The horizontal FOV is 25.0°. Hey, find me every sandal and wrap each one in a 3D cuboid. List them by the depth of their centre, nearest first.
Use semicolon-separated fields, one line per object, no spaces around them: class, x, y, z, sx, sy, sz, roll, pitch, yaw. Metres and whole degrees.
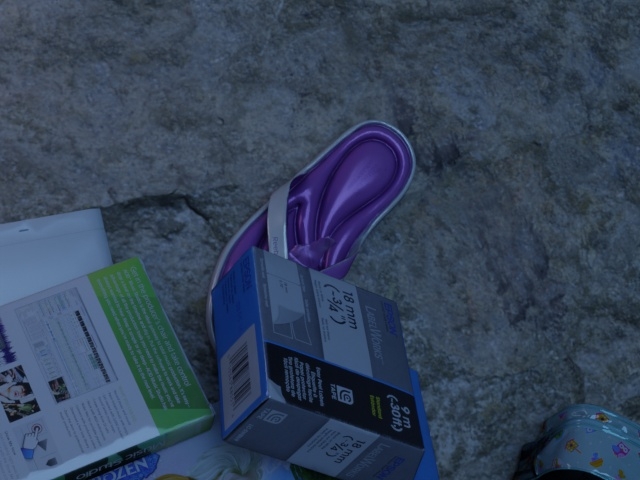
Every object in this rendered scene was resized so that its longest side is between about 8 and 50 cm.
sandal;-0.013;-0.008;1.906;0.169;0.102;0.416;34;68;-4

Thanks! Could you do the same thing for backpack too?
backpack;0.358;0.298;1.880;0.166;0.188;0.144;28;68;-6

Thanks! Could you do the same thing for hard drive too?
hard drive;-0.342;0.124;1.803;0.203;0.040;0.308;-11;77;-19

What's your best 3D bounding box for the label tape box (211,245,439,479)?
label tape box;0.037;0.171;1.763;0.333;0.106;0.241;22;38;-28

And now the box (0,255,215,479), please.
box;-0.317;0.176;1.716;0.322;0.058;0.232;-21;68;-18

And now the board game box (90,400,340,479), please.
board game box;-0.119;0.354;1.706;0.318;0.066;0.318;-21;59;-13
